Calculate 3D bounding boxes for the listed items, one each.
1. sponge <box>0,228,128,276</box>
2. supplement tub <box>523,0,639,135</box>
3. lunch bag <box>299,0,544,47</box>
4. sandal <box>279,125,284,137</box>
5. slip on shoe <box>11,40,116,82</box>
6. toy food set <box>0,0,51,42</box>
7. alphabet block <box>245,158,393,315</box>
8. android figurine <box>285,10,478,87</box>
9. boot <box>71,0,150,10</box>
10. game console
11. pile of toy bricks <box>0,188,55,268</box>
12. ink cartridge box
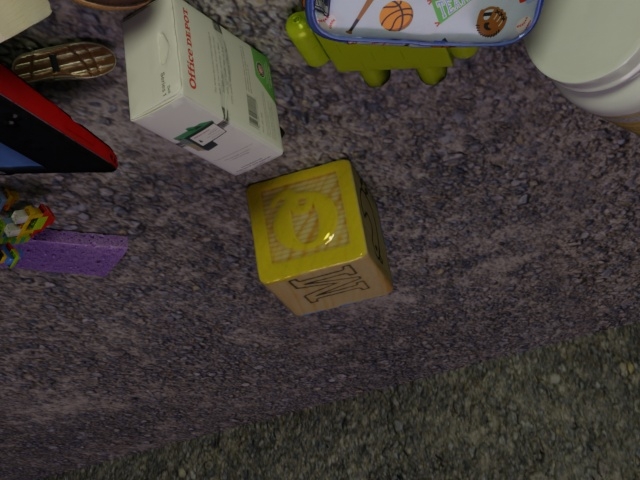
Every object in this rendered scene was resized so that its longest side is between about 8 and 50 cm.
[{"bbox_3d":[-0.463,0.020,2.032,0.210,0.031,0.117,7,150,-30],"label":"sponge"},{"bbox_3d":[0.446,-0.259,1.498,0.331,0.241,0.241,14,147,-43],"label":"supplement tub"},{"bbox_3d":[0.114,-0.341,1.271,0.303,0.115,0.243,0,129,-14],"label":"lunch bag"},{"bbox_3d":[-0.089,-0.150,1.651,0.067,0.179,0.040,-41,115,-2],"label":"sandal"},{"bbox_3d":[-0.341,-0.235,1.508,0.135,0.051,0.041,-13,-163,-11],"label":"slip on shoe"},{"bbox_3d":[-0.466,-0.279,1.211,0.306,0.092,0.220,-19,112,23],"label":"toy food set"},{"bbox_3d":[0.000,0.000,1.969,0.193,0.192,0.197,-17,156,11],"label":"alphabet block"},{"bbox_3d":[0.079,-0.280,1.494,0.248,0.056,0.273,1,162,18],"label":"android figurine"},{"bbox_3d":[-0.236,-0.351,1.226,0.248,0.090,0.207,18,146,-40],"label":"boot"},{"bbox_3d":[-0.506,-0.152,1.476,0.386,0.060,0.342,1,160,23],"label":"game console"},{"bbox_3d":[-0.514,-0.011,1.879,0.105,0.118,0.212,-13,148,-50],"label":"pile of toy bricks"},{"bbox_3d":[-0.154,-0.202,1.501,0.092,0.160,0.219,-23,152,27],"label":"ink cartridge box"}]
